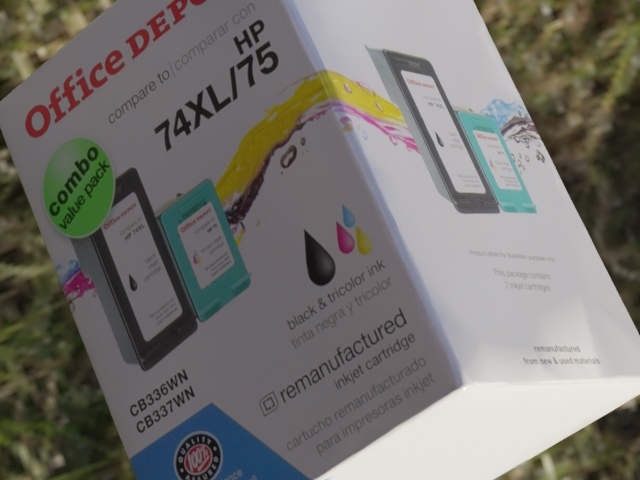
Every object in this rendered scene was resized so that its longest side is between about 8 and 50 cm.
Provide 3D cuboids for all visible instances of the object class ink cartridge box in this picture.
[{"bbox_3d":[0.000,0.000,1.015,0.197,0.198,0.270,4,56,-53],"label":"ink cartridge box"}]
